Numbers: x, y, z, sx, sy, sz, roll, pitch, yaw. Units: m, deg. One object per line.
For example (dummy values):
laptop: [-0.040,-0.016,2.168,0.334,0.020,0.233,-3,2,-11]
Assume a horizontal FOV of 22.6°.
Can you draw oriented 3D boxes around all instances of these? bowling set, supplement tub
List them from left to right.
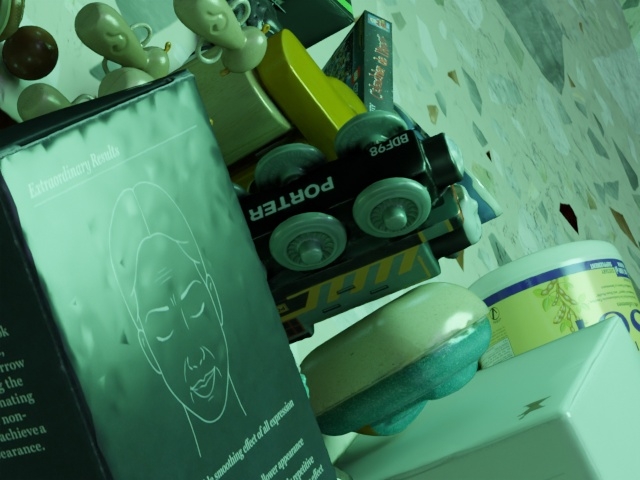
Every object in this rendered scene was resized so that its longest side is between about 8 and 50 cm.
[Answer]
bowling set: [-0.195,-0.143,1.536,0.200,0.287,0.154,39,0,36]
supplement tub: [0.354,0.191,2.220,0.241,0.241,0.331,13,55,-60]

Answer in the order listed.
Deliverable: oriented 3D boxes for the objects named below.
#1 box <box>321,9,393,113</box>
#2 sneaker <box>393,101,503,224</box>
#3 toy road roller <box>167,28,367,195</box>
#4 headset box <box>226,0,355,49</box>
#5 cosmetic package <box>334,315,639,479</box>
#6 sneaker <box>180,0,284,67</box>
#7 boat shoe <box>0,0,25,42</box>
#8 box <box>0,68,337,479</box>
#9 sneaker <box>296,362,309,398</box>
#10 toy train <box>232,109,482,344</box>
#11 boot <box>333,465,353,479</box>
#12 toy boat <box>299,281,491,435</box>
box: [0.033,-0.160,2.016,0.044,0.159,0.233,24,40,-20]
sneaker: [0.087,-0.060,2.079,0.127,0.182,0.315,51,-2,-31]
toy road roller: [-0.048,-0.108,1.761,0.329,0.203,0.240,49,22,-33]
headset box: [-0.087,-0.399,2.044,0.246,0.131,0.283,38,36,-44]
cosmetic package: [0.241,0.352,1.729,0.393,0.329,0.327,63,25,-5]
sneaker: [-0.103,-0.218,1.880,0.268,0.101,0.153,17,50,-66]
boat shoe: [-0.324,-0.316,1.511,0.104,0.111,0.307,14,54,-58]
box: [-0.177,0.111,1.182,0.293,0.212,0.395,-36,110,-62]
sneaker: [-0.090,0.124,1.550,0.166,0.076,0.065,33,28,0]
toy train: [0.000,0.000,1.615,0.190,0.334,0.142,57,13,-48]
boot: [-0.103,0.242,1.452,0.229,0.091,0.263,39,50,-17]
toy boat: [0.031,0.174,1.658,0.318,0.267,0.148,-28,85,-35]
